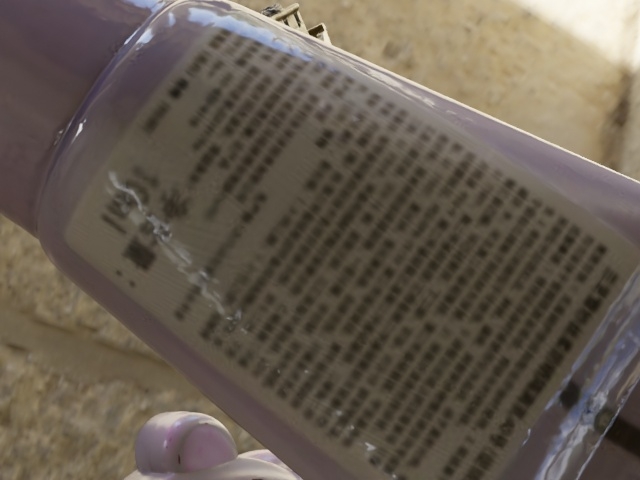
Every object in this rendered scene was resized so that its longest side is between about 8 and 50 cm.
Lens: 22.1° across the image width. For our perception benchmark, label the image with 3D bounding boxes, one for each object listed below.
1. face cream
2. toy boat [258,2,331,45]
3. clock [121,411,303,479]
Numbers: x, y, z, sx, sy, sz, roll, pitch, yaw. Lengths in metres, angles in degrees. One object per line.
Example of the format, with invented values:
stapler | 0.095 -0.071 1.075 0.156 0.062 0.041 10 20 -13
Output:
face cream | 0.000 0.000 0.519 0.274 0.096 0.154 32 80 10
toy boat | -0.031 -0.135 1.221 0.077 0.057 0.200 66 18 -8
clock | -0.077 0.332 1.502 0.322 0.113 0.296 42 63 -26
